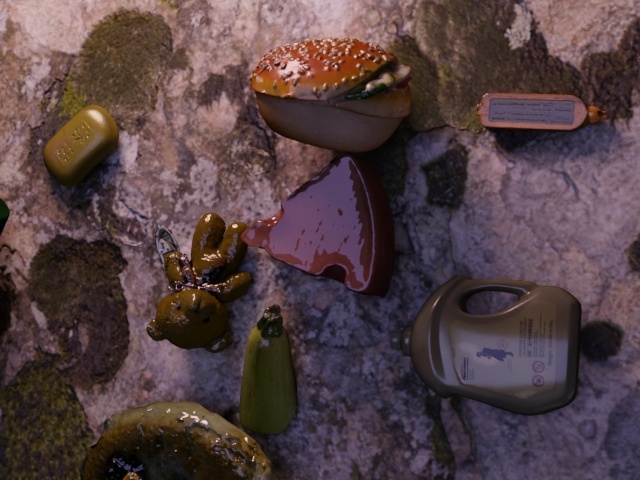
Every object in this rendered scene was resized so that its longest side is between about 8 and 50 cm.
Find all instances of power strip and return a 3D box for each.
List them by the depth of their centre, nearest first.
[{"bbox_3d":[0.307,-0.176,1.382,0.178,0.028,0.049,4,86,18],"label":"power strip"}]

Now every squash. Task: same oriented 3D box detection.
[{"bbox_3d":[-0.073,0.176,1.448,0.090,0.075,0.200,21,114,36],"label":"squash"}]

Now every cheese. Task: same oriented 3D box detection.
[{"bbox_3d":[0.026,0.007,1.402,0.203,0.128,0.177,-38,75,10],"label":"cheese"}]

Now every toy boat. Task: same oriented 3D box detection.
[{"bbox_3d":[-0.237,0.014,1.532,0.038,0.038,0.083,-21,81,15],"label":"toy boat"}]

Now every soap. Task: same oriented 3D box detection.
[{"bbox_3d":[-0.384,-0.151,1.586,0.140,0.045,0.089,-43,71,10],"label":"soap"}]

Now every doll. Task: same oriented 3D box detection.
[{"bbox_3d":[-0.174,0.061,1.477,0.137,0.097,0.209,15,84,0],"label":"doll"}]

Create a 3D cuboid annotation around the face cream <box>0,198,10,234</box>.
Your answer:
[{"bbox_3d":[-0.652,0.071,1.554,0.313,0.219,0.356,28,99,9],"label":"face cream"}]

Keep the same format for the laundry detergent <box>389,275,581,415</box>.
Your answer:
[{"bbox_3d":[0.220,0.139,1.349,0.254,0.091,0.181,3,85,18],"label":"laundry detergent"}]

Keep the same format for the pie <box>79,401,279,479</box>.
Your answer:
[{"bbox_3d":[-0.192,0.384,1.443,0.371,0.078,0.296,17,102,21],"label":"pie"}]

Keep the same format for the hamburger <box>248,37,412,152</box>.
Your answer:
[{"bbox_3d":[0.014,-0.211,1.385,0.237,0.237,0.147,18,114,18],"label":"hamburger"}]

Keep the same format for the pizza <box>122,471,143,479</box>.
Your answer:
[{"bbox_3d":[-0.262,0.414,1.417,0.099,0.036,0.160,14,102,23],"label":"pizza"}]
